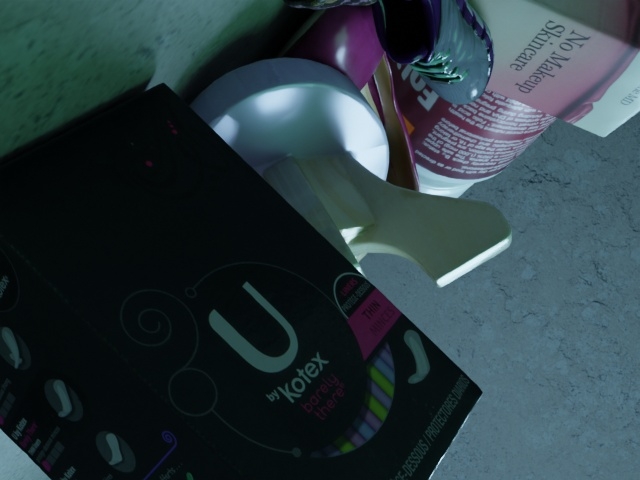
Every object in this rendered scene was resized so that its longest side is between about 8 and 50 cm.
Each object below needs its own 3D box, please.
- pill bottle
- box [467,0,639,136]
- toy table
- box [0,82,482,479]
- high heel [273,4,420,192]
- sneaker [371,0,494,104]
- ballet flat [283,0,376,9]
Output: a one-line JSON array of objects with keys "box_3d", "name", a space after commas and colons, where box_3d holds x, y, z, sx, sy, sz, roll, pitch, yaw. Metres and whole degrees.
[{"box_3d": [0.190, -0.208, 1.063, 0.224, 0.224, 0.392, -45, 176, -32], "name": "pill bottle"}, {"box_3d": [0.195, -0.210, 0.760, 0.148, 0.232, 0.127, 124, -14, -70], "name": "box"}, {"box_3d": [0.000, 0.000, 0.679, 0.252, 0.161, 0.274, -36, 155, 12], "name": "toy table"}, {"box_3d": [-0.071, 0.069, 0.501, 0.165, 0.270, 0.143, -44, 175, -48], "name": "box"}, {"box_3d": [0.052, -0.107, 0.800, 0.127, 0.181, 0.377, -47, 177, -1], "name": "high heel"}, {"box_3d": [0.076, -0.155, 0.675, 0.224, 0.083, 0.098, 51, 51, -54], "name": "sneaker"}, {"box_3d": [0.000, -0.168, 0.448, 0.079, 0.077, 0.221, -27, 176, -4], "name": "ballet flat"}]
